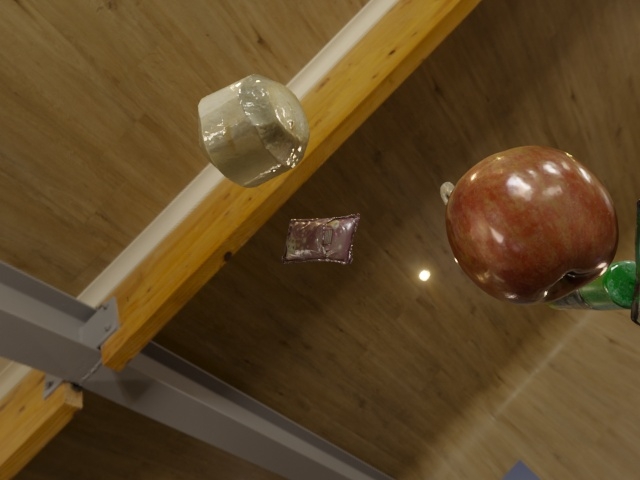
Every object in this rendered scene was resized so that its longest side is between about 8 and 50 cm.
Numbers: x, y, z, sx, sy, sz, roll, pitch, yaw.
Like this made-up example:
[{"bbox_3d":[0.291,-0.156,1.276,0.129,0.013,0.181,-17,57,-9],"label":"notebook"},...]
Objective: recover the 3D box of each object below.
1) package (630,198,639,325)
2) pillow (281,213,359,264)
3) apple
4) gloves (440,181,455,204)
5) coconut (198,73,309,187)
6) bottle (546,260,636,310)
[{"bbox_3d":[0.577,0.038,0.626,0.040,0.166,0.231,-45,-50,-59],"label":"package"},{"bbox_3d":[0.000,0.000,0.917,0.043,0.185,0.118,31,-117,-55],"label":"pillow"},{"bbox_3d":[0.257,-0.015,0.509,0.188,0.173,0.188,-13,-33,-8],"label":"apple"},{"bbox_3d":[0.268,-0.095,0.847,0.044,0.081,0.037,-17,-25,-9],"label":"gloves"},{"bbox_3d":[-0.145,-0.212,0.814,0.222,0.202,0.202,-18,-45,30],"label":"coconut"},{"bbox_3d":[0.564,0.102,0.862,0.093,0.093,0.330,-49,-14,0],"label":"bottle"}]
